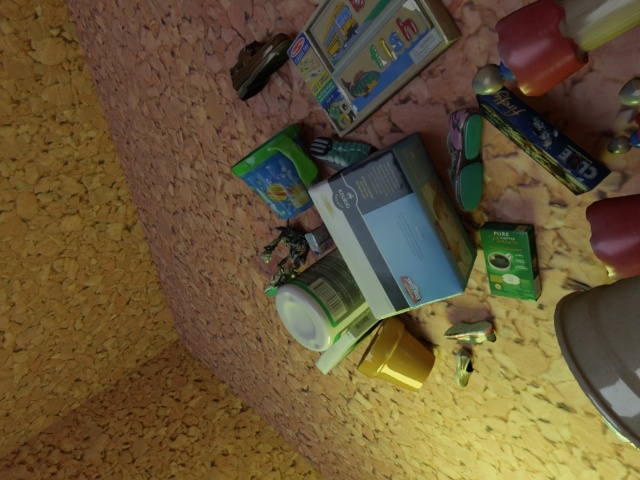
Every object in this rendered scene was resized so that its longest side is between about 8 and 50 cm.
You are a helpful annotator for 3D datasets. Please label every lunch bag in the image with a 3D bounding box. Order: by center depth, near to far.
[{"bbox_3d":[0.000,0.000,1.513,0.053,0.071,0.083,-12,106,50],"label":"lunch bag"}]

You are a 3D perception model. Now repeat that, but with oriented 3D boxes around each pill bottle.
[{"bbox_3d":[0.069,0.125,1.272,0.204,0.361,0.204,31,138,33],"label":"pill bottle"}]

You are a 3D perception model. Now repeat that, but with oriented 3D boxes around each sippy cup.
[{"bbox_3d":[-0.110,-0.193,1.375,0.240,0.305,0.224,-32,106,14],"label":"sippy cup"}]

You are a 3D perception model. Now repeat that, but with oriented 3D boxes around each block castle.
[{"bbox_3d":[0.383,-0.186,0.555,0.213,0.453,0.303,-22,101,47],"label":"block castle"}]

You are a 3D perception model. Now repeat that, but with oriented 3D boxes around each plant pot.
[{"bbox_3d":[0.609,0.136,0.697,0.334,0.334,0.305,46,133,15],"label":"plant pot"},{"bbox_3d":[0.244,0.365,1.420,0.188,0.205,0.205,32,141,8],"label":"plant pot"}]

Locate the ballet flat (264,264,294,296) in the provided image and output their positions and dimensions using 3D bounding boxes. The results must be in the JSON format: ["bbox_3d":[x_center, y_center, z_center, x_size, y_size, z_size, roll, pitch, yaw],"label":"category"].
[{"bbox_3d":[-0.162,0.162,1.854,0.241,0.091,0.077,-35,58,52],"label":"ballet flat"}]

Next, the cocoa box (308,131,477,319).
[{"bbox_3d":[0.181,-0.038,1.067,0.228,0.231,0.347,-24,99,31],"label":"cocoa box"}]

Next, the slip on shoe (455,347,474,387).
[{"bbox_3d":[0.422,0.375,1.322,0.041,0.051,0.135,18,123,46],"label":"slip on shoe"}]

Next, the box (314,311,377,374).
[{"bbox_3d":[0.119,0.294,1.464,0.058,0.232,0.322,47,145,15],"label":"box"}]

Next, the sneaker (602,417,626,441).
[{"bbox_3d":[0.603,0.328,0.910,0.319,0.127,0.208,32,164,-1],"label":"sneaker"}]

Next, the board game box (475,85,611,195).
[{"bbox_3d":[0.388,-0.179,0.815,0.243,0.165,0.042,47,108,15],"label":"board game box"}]

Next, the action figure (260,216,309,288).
[{"bbox_3d":[-0.112,0.053,1.624,0.164,0.141,0.275,13,122,24],"label":"action figure"}]

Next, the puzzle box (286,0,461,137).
[{"bbox_3d":[0.095,-0.449,1.046,0.272,0.052,0.409,58,146,-1],"label":"puzzle box"}]

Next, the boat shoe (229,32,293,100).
[{"bbox_3d":[-0.185,-0.506,1.290,0.307,0.111,0.104,-20,103,55],"label":"boat shoe"}]

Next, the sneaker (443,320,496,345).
[{"bbox_3d":[0.406,0.264,1.243,0.065,0.061,0.158,55,147,-9],"label":"sneaker"}]

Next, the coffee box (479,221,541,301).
[{"bbox_3d":[0.435,0.048,1.042,0.113,0.040,0.184,6,123,48],"label":"coffee box"}]

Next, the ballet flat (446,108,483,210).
[{"bbox_3d":[0.311,-0.176,0.997,0.079,0.077,0.221,36,140,57],"label":"ballet flat"}]

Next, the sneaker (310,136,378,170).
[{"bbox_3d":[0.083,-0.221,1.252,0.224,0.083,0.098,24,171,25],"label":"sneaker"}]
